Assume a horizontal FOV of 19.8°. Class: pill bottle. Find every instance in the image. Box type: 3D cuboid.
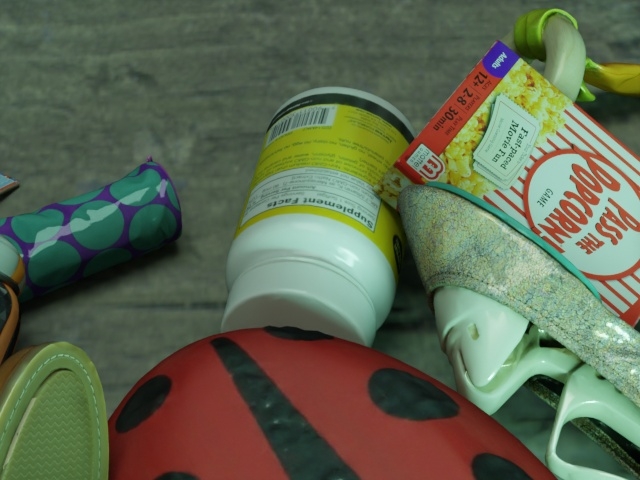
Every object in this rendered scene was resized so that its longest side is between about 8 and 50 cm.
[{"bbox_3d":[0.000,0.000,1.262,0.119,0.119,0.208,3,43,11],"label":"pill bottle"}]

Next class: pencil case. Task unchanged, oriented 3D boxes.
[{"bbox_3d":[-0.178,-0.006,1.334,0.152,0.064,0.070,-21,57,-16],"label":"pencil case"}]

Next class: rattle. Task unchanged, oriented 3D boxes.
[{"bbox_3d":[0.176,-0.064,1.380,0.130,0.143,0.199,-20,48,35],"label":"rattle"}]

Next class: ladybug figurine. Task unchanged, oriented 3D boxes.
[{"bbox_3d":[0.011,0.191,1.010,0.305,0.162,0.449,-26,45,-20],"label":"ladybug figurine"}]

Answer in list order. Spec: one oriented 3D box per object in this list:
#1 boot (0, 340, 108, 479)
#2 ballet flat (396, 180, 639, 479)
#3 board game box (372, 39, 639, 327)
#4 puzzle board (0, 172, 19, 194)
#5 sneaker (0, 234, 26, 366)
[{"bbox_3d":[-0.241,0.169,1.027,0.220,0.283,0.109,18,8,37],"label":"boot"},{"bbox_3d":[0.150,0.082,1.119,0.316,0.107,0.106,36,67,18],"label":"ballet flat"},{"bbox_3d":[0.152,-0.025,1.251,0.193,0.045,0.147,40,54,-1],"label":"board game box"},{"bbox_3d":[-0.310,-0.040,1.406,0.096,0.011,0.128,22,35,29],"label":"puzzle board"},{"bbox_3d":[-0.356,0.048,1.180,0.321,0.124,0.180,15,61,-12],"label":"sneaker"}]
